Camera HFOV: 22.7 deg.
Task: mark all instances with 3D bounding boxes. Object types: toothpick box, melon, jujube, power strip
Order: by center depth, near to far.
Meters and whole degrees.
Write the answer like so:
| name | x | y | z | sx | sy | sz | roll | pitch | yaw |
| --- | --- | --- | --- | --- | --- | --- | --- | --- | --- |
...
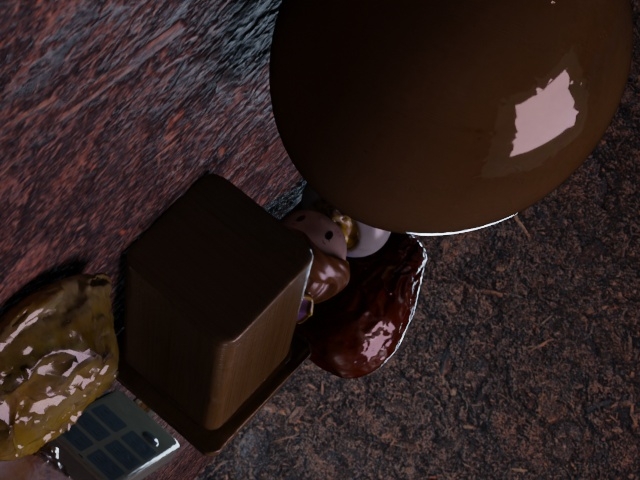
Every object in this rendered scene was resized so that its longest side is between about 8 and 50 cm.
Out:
| name | x | y | z | sx | sy | sz | roll | pitch | yaw |
| --- | --- | --- | --- | --- | --- | --- | --- | --- | --- |
| melon | -0.309 | 0.259 | 1.642 | 0.093 | 0.139 | 0.202 | -38 | 159 | -3 |
| toothpick box | -0.119 | 0.078 | 1.765 | 0.190 | 0.187 | 0.308 | -45 | 168 | -23 |
| power strip | -0.268 | 0.261 | 2.015 | 0.046 | 0.118 | 0.270 | -54 | 171 | 13 |
| jujube | 0.064 | 0.083 | 2.267 | 0.236 | 0.168 | 0.168 | -51 | 174 | -24 |

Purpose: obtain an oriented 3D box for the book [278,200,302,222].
| name | x | y | z | sx | sy | sz | roll | pitch | yaw |
| --- | --- | --- | --- | --- | --- | --- | --- | --- | --- |
| book | -0.022 | 0.005 | 2.261 | 0.198 | 0.016 | 0.138 | -44 | 140 | -19 |

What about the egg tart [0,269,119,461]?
| name | x | y | z | sx | sy | sz | roll | pitch | yaw |
| --- | --- | --- | --- | --- | --- | --- | --- | --- | --- |
| egg tart | -0.272 | 0.133 | 1.496 | 0.252 | 0.098 | 0.232 | -44 | 168 | -7 |

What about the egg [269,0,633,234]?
| name | x | y | z | sx | sy | sz | roll | pitch | yaw |
| --- | --- | --- | --- | --- | --- | --- | --- | --- | --- |
| egg | 0.108 | -0.157 | 1.389 | 0.301 | 0.301 | 0.374 | -45 | 173 | -27 |

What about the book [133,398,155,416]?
| name | x | y | z | sx | sy | sz | roll | pitch | yaw |
| --- | --- | --- | --- | --- | --- | --- | --- | --- | --- |
| book | -0.254 | 0.243 | 2.399 | 0.118 | 0.012 | 0.172 | -55 | 170 | 35 |

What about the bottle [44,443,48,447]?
| name | x | y | z | sx | sy | sz | roll | pitch | yaw |
| --- | --- | --- | --- | --- | --- | --- | --- | --- | --- |
| bottle | -0.316 | 0.206 | 1.725 | 0.053 | 0.053 | 0.140 | -42 | 169 | -43 |

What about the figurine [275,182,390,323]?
| name | x | y | z | sx | sy | sz | roll | pitch | yaw |
| --- | --- | --- | --- | --- | --- | --- | --- | --- | --- |
| figurine | 0.000 | 0.000 | 2.136 | 0.263 | 0.142 | 0.189 | -47 | 156 | -38 |
